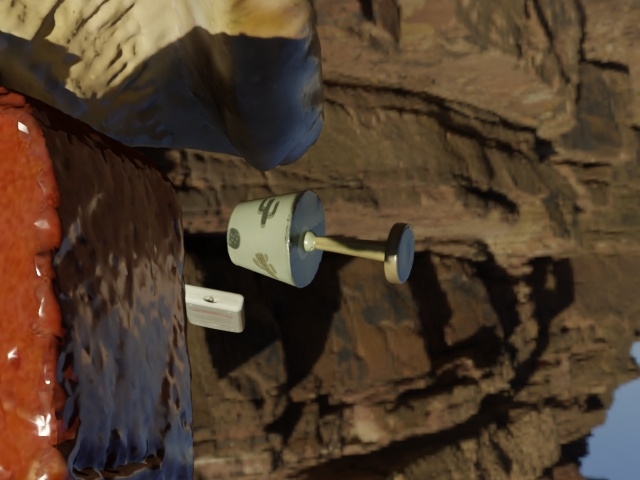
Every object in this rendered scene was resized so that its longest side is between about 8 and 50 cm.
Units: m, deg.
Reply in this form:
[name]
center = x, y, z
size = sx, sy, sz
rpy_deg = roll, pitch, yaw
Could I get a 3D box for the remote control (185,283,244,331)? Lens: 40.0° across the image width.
[remote control]
center = -0.150, 0.098, 1.250
size = 0.087, 0.029, 0.190
rpy_deg = 11, 164, 0

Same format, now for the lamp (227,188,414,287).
[lamp]
center = 0.000, 0.000, 1.054
size = 0.215, 0.121, 0.121
rpy_deg = 7, -178, 22

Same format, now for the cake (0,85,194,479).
[cake]
center = -0.155, 0.075, 0.377
size = 0.177, 0.283, 0.151
rpy_deg = -7, 171, 12

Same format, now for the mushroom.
[mushroom]
center = -0.131, -0.201, 0.620
size = 0.397, 0.313, 0.224
rpy_deg = 8, -156, -50
